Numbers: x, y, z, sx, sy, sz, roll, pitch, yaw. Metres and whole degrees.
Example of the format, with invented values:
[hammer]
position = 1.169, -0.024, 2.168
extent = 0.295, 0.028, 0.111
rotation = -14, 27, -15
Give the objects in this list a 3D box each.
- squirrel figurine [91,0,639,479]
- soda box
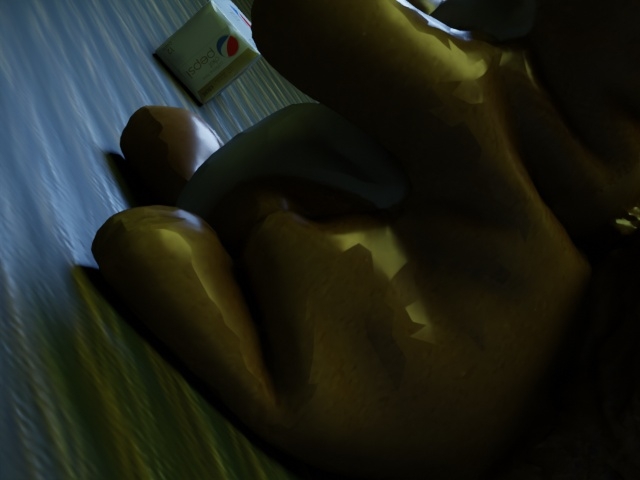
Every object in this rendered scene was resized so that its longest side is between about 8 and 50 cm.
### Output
[squirrel figurine]
position = 0.128, -0.027, 0.792
extent = 0.397, 0.370, 0.281
rotation = 48, 7, -8
[soda box]
position = -0.100, -0.186, 1.447
extent = 0.069, 0.074, 0.216
rotation = 48, 7, -5
